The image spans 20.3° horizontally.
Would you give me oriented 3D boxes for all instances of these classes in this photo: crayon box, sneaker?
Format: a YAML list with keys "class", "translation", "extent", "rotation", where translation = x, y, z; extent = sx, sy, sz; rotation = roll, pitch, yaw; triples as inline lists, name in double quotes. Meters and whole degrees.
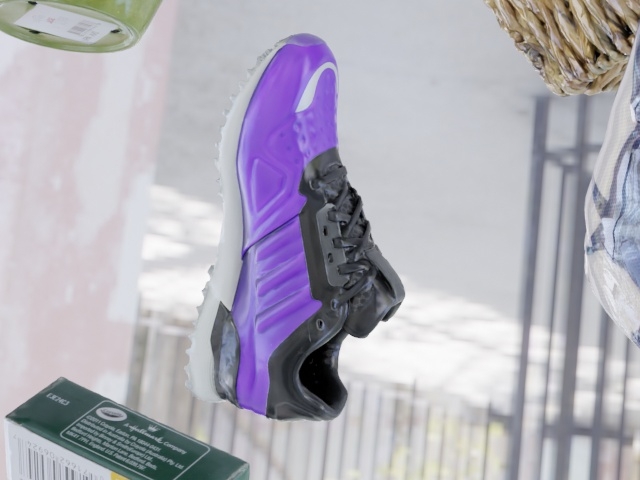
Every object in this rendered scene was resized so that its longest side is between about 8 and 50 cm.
- class: "crayon box"
  translation: [-0.168, 0.298, 1.551]
  extent: [0.203, 0.323, 0.083]
  rotation: [21, -145, 26]
- class: "sneaker"
  translation: [0.000, 0.000, 1.302]
  extent: [0.146, 0.293, 0.102]
  rotation: [19, -159, 26]

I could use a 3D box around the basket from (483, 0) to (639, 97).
- class: "basket"
  translation: [0.230, -0.262, 1.268]
  extent: [0.223, 0.299, 0.213]
  rotation: [-13, 166, -35]

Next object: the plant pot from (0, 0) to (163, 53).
- class: "plant pot"
  translation: [-0.200, -0.322, 1.543]
  extent: [0.275, 0.293, 0.275]
  rotation: [6, 167, 1]

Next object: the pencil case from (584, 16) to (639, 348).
- class: "pencil case"
  translation: [0.252, -0.115, 0.908]
  extent: [0.183, 0.410, 0.160]
  rotation: [-15, -139, -34]
